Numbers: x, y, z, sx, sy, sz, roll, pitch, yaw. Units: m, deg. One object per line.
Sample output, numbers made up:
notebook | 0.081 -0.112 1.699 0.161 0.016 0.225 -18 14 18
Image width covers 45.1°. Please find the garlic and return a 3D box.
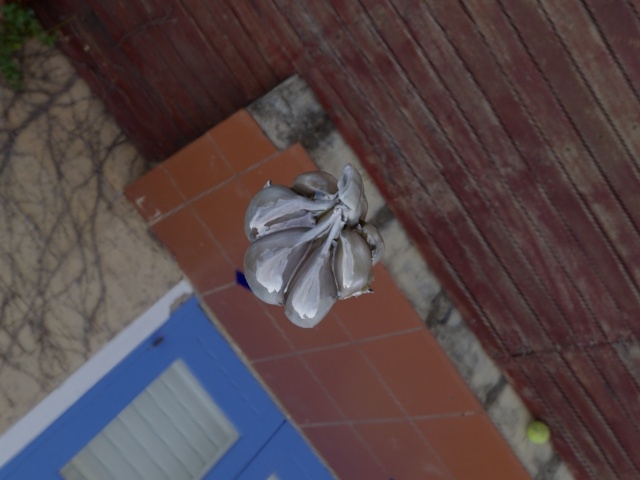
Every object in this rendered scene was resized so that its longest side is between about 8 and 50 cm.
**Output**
garlic | 0.000 0.000 0.653 0.194 0.127 0.131 128 126 -70
